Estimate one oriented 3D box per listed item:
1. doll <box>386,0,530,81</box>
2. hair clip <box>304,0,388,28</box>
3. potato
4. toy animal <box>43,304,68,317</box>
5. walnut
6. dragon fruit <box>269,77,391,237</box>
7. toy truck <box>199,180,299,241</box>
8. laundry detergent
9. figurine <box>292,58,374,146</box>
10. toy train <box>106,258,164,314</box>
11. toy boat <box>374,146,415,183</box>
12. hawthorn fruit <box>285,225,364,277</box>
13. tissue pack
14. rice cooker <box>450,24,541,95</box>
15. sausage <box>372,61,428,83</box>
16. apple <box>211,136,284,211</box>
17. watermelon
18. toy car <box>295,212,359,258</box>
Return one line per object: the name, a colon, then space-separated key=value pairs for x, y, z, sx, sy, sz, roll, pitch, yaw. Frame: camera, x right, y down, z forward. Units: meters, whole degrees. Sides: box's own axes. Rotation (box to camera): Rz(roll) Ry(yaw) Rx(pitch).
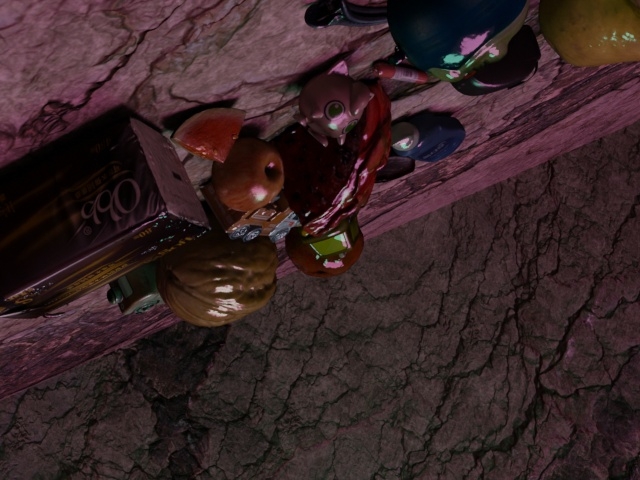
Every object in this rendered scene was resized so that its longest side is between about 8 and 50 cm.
doll: x=0.222 y=-0.354 z=1.004 sx=0.322 sy=0.186 sz=0.198 roll=-42 pitch=-158 yaw=0
hair clip: x=0.066 y=-0.349 z=1.090 sx=0.070 sy=0.039 sz=0.229 roll=-31 pitch=174 yaw=37
potato: x=0.482 y=-0.381 z=1.143 sx=0.296 sy=0.290 sz=0.397 roll=-28 pitch=-170 yaw=37
toy animal: x=-0.683 y=0.115 z=1.653 sx=0.243 sy=0.087 sz=0.260 roll=-1 pitch=159 yaw=-36
walnut: x=-0.255 y=0.071 z=1.814 sx=0.332 sy=0.333 sz=0.333 roll=-24 pitch=171 yaw=-4
dragon fruit: x=0.101 y=-0.171 z=1.559 sx=0.286 sy=0.228 sz=0.329 roll=-31 pitch=167 yaw=27
toy truck: x=-0.117 y=-0.101 z=1.692 sx=0.184 sy=0.133 sz=0.338 roll=-38 pitch=165 yaw=19
laundry detergent: x=0.269 y=-0.266 z=1.863 sx=0.143 sy=0.094 sz=0.290 roll=-33 pitch=168 yaw=30
figurine: x=0.023 y=-0.243 z=1.278 sx=0.138 sy=0.125 sz=0.125 roll=-42 pitch=168 yaw=7
toy train: x=-0.443 y=0.110 z=2.028 sx=0.326 sy=0.129 sz=0.159 roll=-15 pitch=161 yaw=-45
toy boat: x=0.157 y=-0.209 z=1.953 sx=0.223 sy=0.100 sz=0.097 roll=-13 pitch=-158 yaw=-31
hawthorn fruit: x=0.005 y=-0.007 z=2.206 sx=0.258 sy=0.258 sz=0.262 roll=-24 pitch=-158 yaw=-8
tissue pack: x=-0.386 y=-0.033 z=1.152 sx=0.370 sy=0.198 sz=0.210 roll=-27 pitch=167 yaw=7
rice cooker: x=0.335 y=-0.357 z=1.397 sx=0.203 sy=0.142 sz=0.118 roll=-20 pitch=-178 yaw=-27
sausage: x=0.161 y=-0.331 z=1.422 sx=0.029 sy=0.029 sz=0.223 roll=-31 pitch=169 yaw=33
apple: x=-0.139 y=-0.132 z=1.400 sx=0.131 sy=0.146 sz=0.146 roll=-3 pitch=-172 yaw=44
watermelon: x=-0.179 y=-0.177 z=1.217 sx=0.135 sy=0.094 sz=0.125 roll=-30 pitch=162 yaw=4
toy car: x=0.026 y=-0.050 z=1.954 sx=0.204 sy=0.198 sz=0.248 roll=-19 pitch=-165 yaw=18
